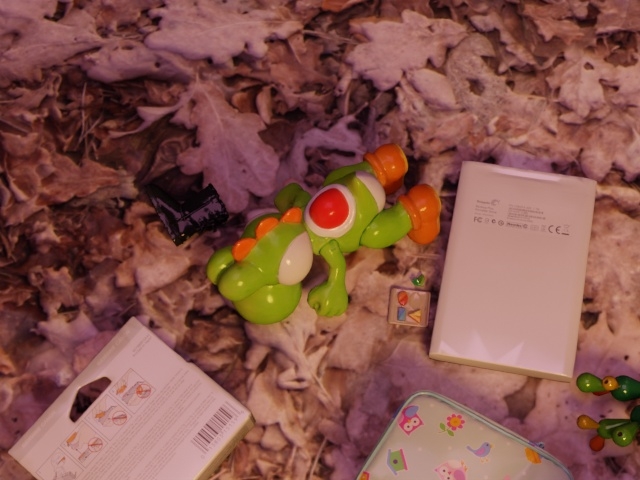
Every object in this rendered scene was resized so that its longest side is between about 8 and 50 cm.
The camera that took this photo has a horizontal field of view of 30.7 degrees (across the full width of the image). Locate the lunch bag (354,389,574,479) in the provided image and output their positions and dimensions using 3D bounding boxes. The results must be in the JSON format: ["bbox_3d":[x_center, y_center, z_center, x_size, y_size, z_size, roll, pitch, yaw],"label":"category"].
[{"bbox_3d":[0.201,0.348,1.609,0.279,0.108,0.224,29,68,12],"label":"lunch bag"}]

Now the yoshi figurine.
[{"bbox_3d":[-0.007,0.008,1.756,0.362,0.203,0.203,-26,109,-22],"label":"yoshi figurine"}]

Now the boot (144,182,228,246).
[{"bbox_3d":[-0.209,-0.057,1.834,0.099,0.045,0.121,-30,76,-6],"label":"boot"}]

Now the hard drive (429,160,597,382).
[{"bbox_3d":[0.294,0.042,1.762,0.210,0.040,0.318,9,69,8],"label":"hard drive"}]

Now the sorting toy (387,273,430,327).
[{"bbox_3d":[0.136,0.089,1.769,0.062,0.012,0.083,5,69,6],"label":"sorting toy"}]

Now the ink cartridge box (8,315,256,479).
[{"bbox_3d":[-0.272,0.287,1.692,0.239,0.060,0.275,37,76,18],"label":"ink cartridge box"}]

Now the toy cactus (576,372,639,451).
[{"bbox_3d":[0.472,0.246,1.644,0.219,0.112,0.180,29,48,34],"label":"toy cactus"}]
